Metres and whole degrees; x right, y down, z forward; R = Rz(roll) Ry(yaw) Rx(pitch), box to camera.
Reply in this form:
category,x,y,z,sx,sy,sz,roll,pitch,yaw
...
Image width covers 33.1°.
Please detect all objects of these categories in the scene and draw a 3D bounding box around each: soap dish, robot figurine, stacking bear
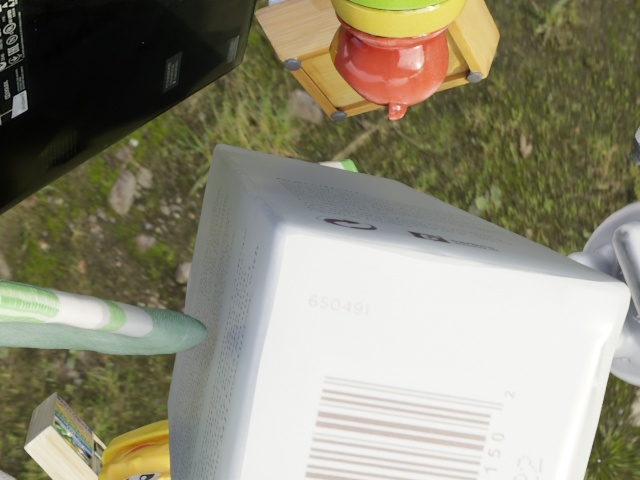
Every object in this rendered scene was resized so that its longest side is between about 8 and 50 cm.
category,x,y,z,sx,sy,sz,roll,pitch,yaw
soap dish,0.087,-0.283,1.511,0.291,0.229,0.118,-14,64,19
robot figurine,0.421,0.061,1.181,0.300,0.354,0.199,-32,61,43
stacking bear,0.068,-0.252,1.018,0.164,0.289,0.175,2,47,5

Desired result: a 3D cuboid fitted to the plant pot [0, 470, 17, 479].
category,x,y,z,sx,sy,sz,roll,pitch,yaw
plant pot,-0.521,0.557,1.583,0.334,0.333,0.305,31,49,18

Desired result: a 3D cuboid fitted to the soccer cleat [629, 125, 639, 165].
category,x,y,z,sx,sy,sz,roll,pitch,yaw
soccer cleat,0.640,-0.073,1.727,0.143,0.116,0.331,-39,91,33

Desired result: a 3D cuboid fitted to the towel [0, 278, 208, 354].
category,x,y,z,sx,sy,sz,roll,pitch,yaw
towel,-0.242,0.028,0.479,0.248,0.325,0.038,0,81,27

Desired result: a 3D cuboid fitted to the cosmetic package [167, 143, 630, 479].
category,x,y,z,sx,sy,sz,roll,pitch,yaw
cosmetic package,0.003,0.079,0.670,0.162,0.453,0.230,10,98,-11

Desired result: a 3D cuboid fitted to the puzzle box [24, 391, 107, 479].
category,x,y,z,sx,sy,sz,roll,pitch,yaw
puzzle box,-0.301,0.422,1.689,0.052,0.272,0.409,-42,101,-8

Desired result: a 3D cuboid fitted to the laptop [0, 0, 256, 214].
category,x,y,z,sx,sy,sz,roll,pitch,yaw
laptop,-0.243,-0.185,0.583,0.408,0.382,0.236,-36,77,-24

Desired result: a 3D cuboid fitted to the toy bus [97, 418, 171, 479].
category,x,y,z,sx,sy,sz,roll,pitch,yaw
toy bus,-0.146,0.301,0.992,0.150,0.211,0.220,-18,99,23

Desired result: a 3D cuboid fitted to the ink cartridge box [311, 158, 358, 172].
category,x,y,z,sx,sy,sz,roll,pitch,yaw
ink cartridge box,0.000,0.000,1.593,0.122,0.289,0.211,-27,86,20
